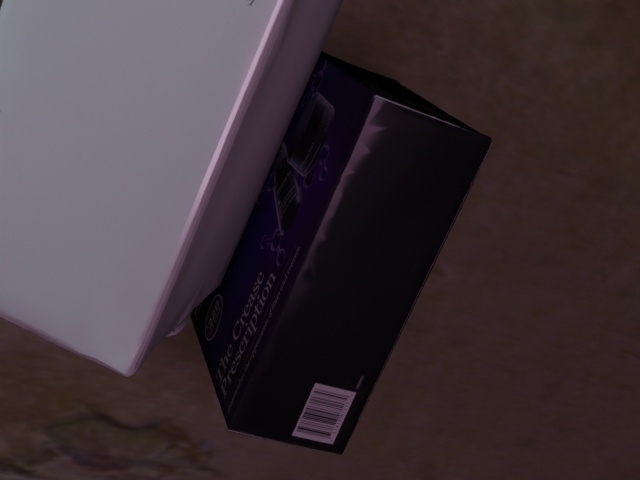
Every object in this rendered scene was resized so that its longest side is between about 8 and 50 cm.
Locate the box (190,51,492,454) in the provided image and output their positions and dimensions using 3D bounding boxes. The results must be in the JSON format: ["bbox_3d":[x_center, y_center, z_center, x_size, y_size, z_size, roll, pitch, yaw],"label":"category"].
[{"bbox_3d":[0.000,0.000,0.675,0.103,0.184,0.261,18,106,-21],"label":"box"}]

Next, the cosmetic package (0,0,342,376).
[{"bbox_3d":[-0.085,-0.135,0.554,0.156,0.217,0.385,27,103,2],"label":"cosmetic package"}]
